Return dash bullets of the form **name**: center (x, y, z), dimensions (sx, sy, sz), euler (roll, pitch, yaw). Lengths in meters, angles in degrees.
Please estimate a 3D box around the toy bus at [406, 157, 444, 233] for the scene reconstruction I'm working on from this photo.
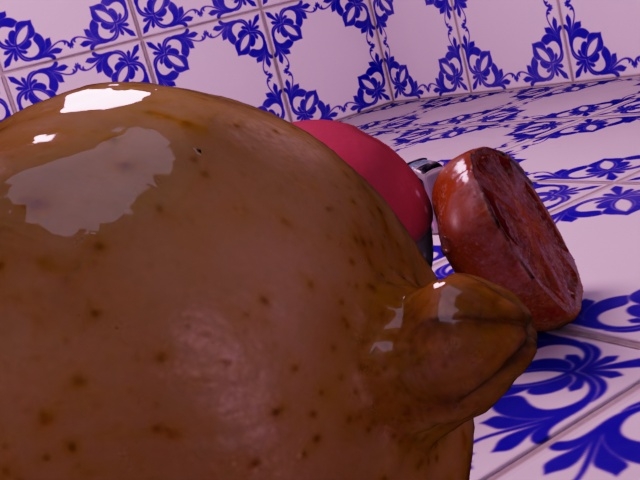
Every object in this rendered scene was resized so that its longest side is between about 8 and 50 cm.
- **toy bus**: center (0.185, -0.074, 1.447), dimensions (0.060, 0.123, 0.075), euler (-23, 19, -28)

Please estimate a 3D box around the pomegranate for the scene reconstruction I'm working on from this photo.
- **pomegranate**: center (-0.069, 0.090, 0.485), dimensions (0.410, 0.410, 0.410), euler (-14, 14, 4)

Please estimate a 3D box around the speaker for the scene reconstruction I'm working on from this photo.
- **speaker**: center (0.000, 0.000, 0.998), dimensions (0.294, 0.294, 0.294), euler (-14, 14, 4)

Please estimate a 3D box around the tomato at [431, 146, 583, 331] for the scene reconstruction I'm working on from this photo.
- **tomato**: center (0.197, 0.001, 0.961), dimensions (0.095, 0.236, 0.237), euler (-31, 6, 26)
